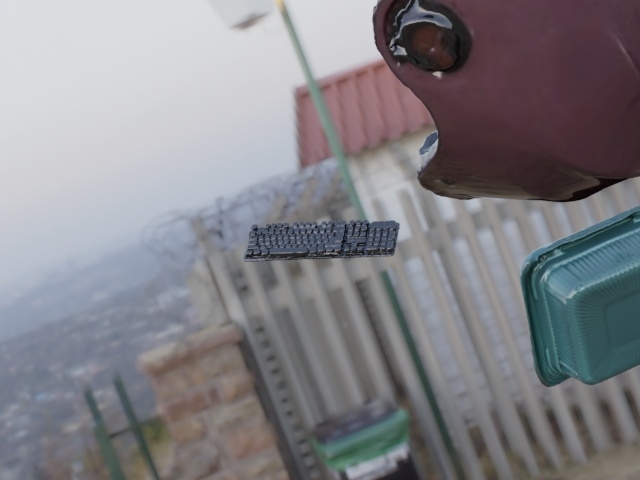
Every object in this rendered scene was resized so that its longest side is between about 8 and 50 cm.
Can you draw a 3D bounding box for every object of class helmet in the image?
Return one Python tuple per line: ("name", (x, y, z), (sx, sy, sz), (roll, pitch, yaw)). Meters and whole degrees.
("helmet", (0.173, -0.175, 1.013), (0.197, 0.338, 0.271), (9, 39, 27))

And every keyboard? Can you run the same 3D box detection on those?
("keyboard", (0.000, -0.001, 2.098), (0.231, 0.023, 0.072), (-2, 41, 16))

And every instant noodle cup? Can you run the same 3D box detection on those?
("instant noodle cup", (0.289, 0.061, 1.386), (0.179, 0.157, 0.070), (-22, 30, -12))
